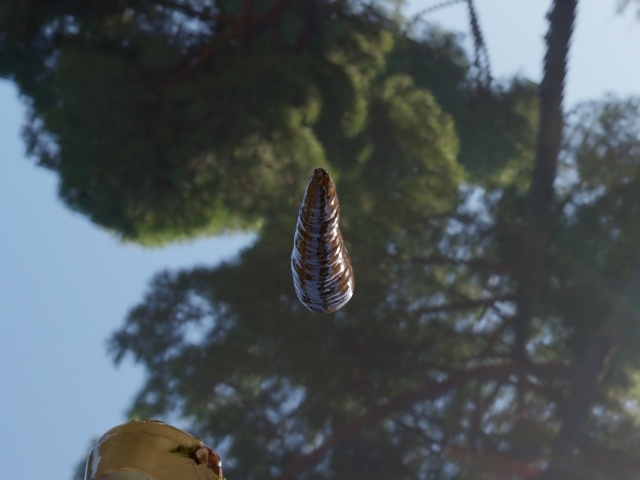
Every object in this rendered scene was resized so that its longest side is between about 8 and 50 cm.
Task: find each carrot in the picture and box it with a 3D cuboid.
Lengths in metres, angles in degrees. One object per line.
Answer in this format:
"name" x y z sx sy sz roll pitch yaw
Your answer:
"carrot" 0.000 0.000 1.030 0.048 0.216 0.048 -1 -114 2

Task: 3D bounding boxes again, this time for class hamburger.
"hamburger" -0.188 0.300 1.609 0.173 0.210 0.116 21 -143 13
